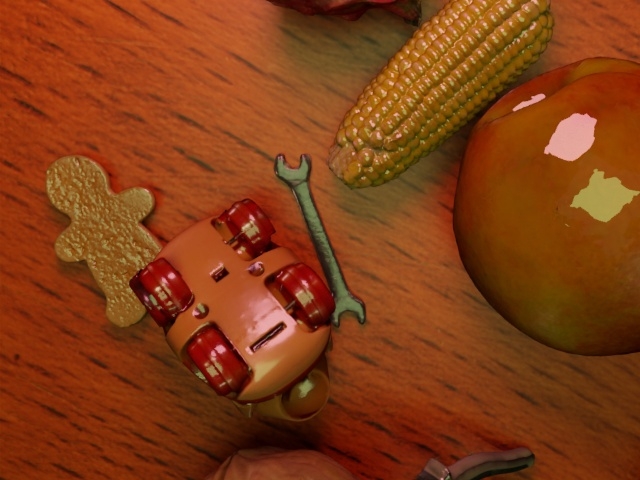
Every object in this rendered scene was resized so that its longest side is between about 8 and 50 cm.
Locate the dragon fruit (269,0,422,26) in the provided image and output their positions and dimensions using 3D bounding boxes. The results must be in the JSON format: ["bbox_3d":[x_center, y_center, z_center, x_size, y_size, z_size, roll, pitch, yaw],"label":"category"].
[{"bbox_3d":[0.045,-0.326,0.843,0.211,0.134,0.262,27,65,-16],"label":"dragon fruit"}]

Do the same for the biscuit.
[{"bbox_3d":[-0.279,-0.009,0.968,0.158,0.035,0.240,-30,98,6],"label":"biscuit"}]

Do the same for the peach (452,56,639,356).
[{"bbox_3d":[0.303,-0.027,0.805,0.307,0.308,0.333,-22,101,7],"label":"peach"}]

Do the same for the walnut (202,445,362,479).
[{"bbox_3d":[-0.034,0.408,0.917,0.252,0.277,0.313,-33,91,-29],"label":"walnut"}]

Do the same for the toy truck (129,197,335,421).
[{"bbox_3d":[-0.091,0.107,0.918,0.189,0.239,0.265,-36,65,-13],"label":"toy truck"}]

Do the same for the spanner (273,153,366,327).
[{"bbox_3d":[0.000,0.000,0.964,0.054,0.015,0.255,-20,99,7],"label":"spanner"}]

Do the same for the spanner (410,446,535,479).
[{"bbox_3d":[0.162,0.317,0.905,0.324,0.040,0.096,5,101,-40],"label":"spanner"}]

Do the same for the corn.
[{"bbox_3d":[0.147,-0.195,0.865,0.347,0.130,0.130,-44,95,10],"label":"corn"}]
